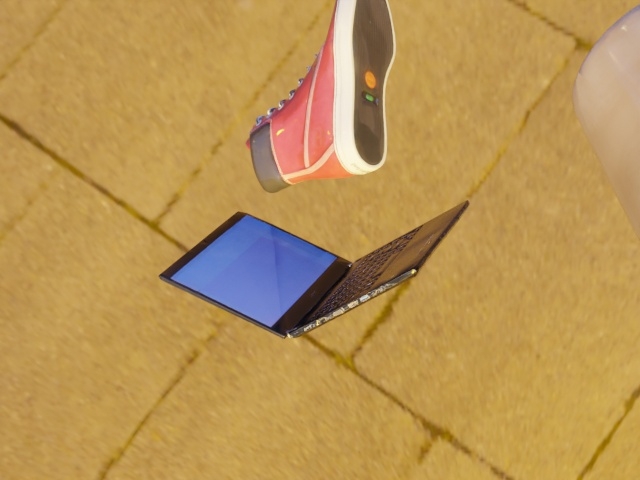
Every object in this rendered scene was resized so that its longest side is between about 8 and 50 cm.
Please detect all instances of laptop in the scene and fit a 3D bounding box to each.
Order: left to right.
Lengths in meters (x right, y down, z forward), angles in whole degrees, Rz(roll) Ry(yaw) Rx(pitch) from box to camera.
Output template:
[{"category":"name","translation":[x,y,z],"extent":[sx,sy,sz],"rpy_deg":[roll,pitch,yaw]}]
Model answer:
[{"category":"laptop","translation":[0.000,0.000,1.576],"extent":[0.264,0.234,0.136],"rpy_deg":[-29,98,27]}]

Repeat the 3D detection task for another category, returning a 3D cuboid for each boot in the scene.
[{"category":"boot","translation":[-0.010,-0.176,1.584],"extent":[0.176,0.088,0.244],"rpy_deg":[-11,63,38]}]

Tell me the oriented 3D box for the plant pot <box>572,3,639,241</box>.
[{"category":"plant pot","translation":[0.429,-0.112,1.513],"extent":[0.323,0.323,0.280],"rpy_deg":[-33,58,-4]}]
